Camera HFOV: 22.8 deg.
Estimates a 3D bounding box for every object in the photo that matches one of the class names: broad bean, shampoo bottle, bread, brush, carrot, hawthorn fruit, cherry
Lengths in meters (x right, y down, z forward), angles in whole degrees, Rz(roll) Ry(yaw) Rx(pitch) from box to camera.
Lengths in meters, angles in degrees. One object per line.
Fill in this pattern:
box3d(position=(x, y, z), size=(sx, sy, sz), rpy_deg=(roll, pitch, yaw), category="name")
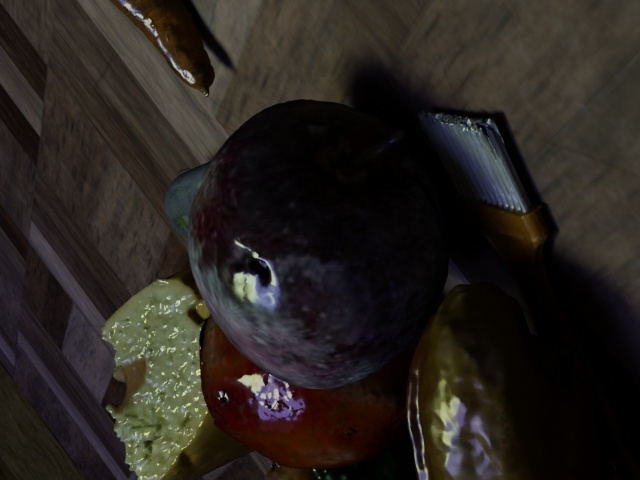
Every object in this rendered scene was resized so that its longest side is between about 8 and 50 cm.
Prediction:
box3d(position=(0.126, 0.127, 1.027), size=(0.122, 0.156, 0.228), rpy_deg=(-1, 127, 19), category="broad bean")
box3d(position=(-0.074, -0.039, 1.335), size=(0.072, 0.072, 0.214), rpy_deg=(58, 161, -8), category="shampoo bottle")
box3d(position=(-0.099, 0.121, 1.642), size=(0.211, 0.224, 0.183), rpy_deg=(-47, 67, 28), category="bread")
box3d(position=(0.151, 0.051, 1.037), size=(0.314, 0.017, 0.090), rpy_deg=(62, 162, -21), category="brush")
box3d(position=(-0.160, -0.215, 1.269), size=(0.248, 0.059, 0.059), rpy_deg=(49, 160, 6), category="carrot")
box3d(position=(-0.010, 0.266, 1.716), size=(0.103, 0.067, 0.067), rpy_deg=(32, 167, -18), category="hawthorn fruit")
box3d(position=(0.021, 0.095, 1.214), size=(0.235, 0.181, 0.181), rpy_deg=(5, 130, 40), category="hawthorn fruit")
box3d(position=(0.000, 0.009, 1.058), size=(0.195, 0.195, 0.195), rpy_deg=(46, 159, 24), category="cherry")

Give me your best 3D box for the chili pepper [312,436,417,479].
box3d(position=(0.006, 0.148, 1.387), size=(0.264, 0.148, 0.116), rpy_deg=(36, 122, 43), category="chili pepper")
